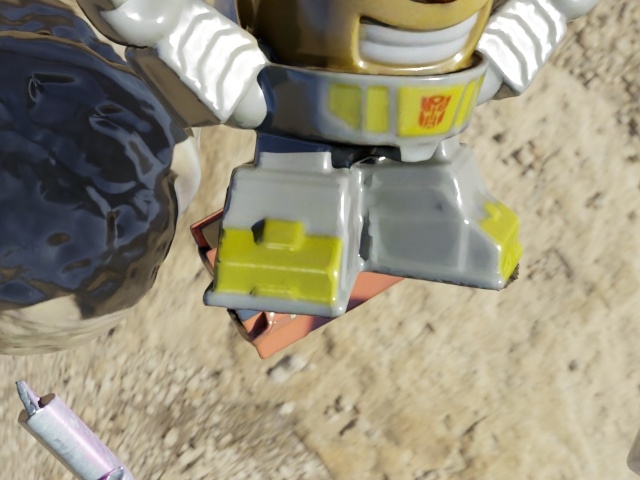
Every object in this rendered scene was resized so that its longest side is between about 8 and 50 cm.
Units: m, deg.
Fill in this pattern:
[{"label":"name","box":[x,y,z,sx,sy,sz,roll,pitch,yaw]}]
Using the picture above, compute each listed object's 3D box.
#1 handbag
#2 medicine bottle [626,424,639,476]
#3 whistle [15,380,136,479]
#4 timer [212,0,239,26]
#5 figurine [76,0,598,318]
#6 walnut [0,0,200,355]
[{"label":"handbag","box":[0.000,0.000,1.379,0.190,0.063,0.127,-31,127,-6]},{"label":"medicine bottle","box":[0.414,0.091,1.555,0.124,0.179,0.324,35,73,-22]},{"label":"whistle","box":[-0.169,0.147,1.179,0.033,0.176,0.033,-10,56,15]},{"label":"timer","box":[0.026,-0.207,1.387,0.175,0.255,0.175,35,41,-38]},{"label":"figurine","box":[0.026,-0.115,0.935,0.342,0.167,0.285,-17,115,-53]},{"label":"walnut","box":[-0.203,-0.049,1.132,0.248,0.248,0.248,3,75,-10]}]
